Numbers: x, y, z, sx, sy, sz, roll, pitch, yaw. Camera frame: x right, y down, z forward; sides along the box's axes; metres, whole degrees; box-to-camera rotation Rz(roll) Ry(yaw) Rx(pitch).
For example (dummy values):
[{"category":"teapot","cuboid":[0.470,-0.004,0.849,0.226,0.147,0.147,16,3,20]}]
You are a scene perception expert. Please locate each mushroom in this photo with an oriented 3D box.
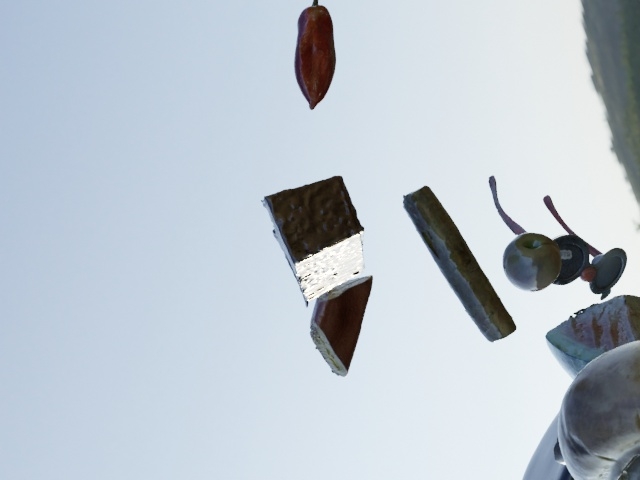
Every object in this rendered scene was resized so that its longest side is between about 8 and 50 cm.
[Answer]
[{"category":"mushroom","cuboid":[0.353,0.202,1.011,0.255,0.255,0.184,41,-139,-51]}]

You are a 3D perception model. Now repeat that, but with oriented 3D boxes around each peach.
[{"category":"peach","cuboid":[0.290,0.031,1.393,0.083,0.083,0.083,50,-151,-41]}]

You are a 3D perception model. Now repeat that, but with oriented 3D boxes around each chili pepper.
[{"category":"chili pepper","cuboid":[-0.007,-0.268,1.408,0.050,0.059,0.191,138,136,-69]}]

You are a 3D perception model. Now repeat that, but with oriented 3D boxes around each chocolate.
[{"category":"chocolate","cuboid":[0.000,0.000,1.398,0.321,0.112,0.111,80,166,-77]}]

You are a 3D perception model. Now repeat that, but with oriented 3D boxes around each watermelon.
[{"category":"watermelon","cuboid":[0.673,0.231,2.246,0.228,0.387,0.258,45,-109,-22]}]

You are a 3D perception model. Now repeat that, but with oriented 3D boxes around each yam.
[{"category":"yam","cuboid":[0.245,0.044,1.796,0.317,0.071,0.067,57,-150,-6]}]

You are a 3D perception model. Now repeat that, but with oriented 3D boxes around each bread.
[{"category":"bread","cuboid":[0.028,0.137,1.802,0.119,0.067,0.192,25,-101,-42]}]

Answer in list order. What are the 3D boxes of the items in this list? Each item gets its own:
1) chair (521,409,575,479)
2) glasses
[{"category":"chair","cuboid":[0.593,0.491,1.835,0.361,0.410,0.364,-62,-3,-24]},{"category":"glasses","cuboid":[0.444,-0.003,1.977,0.234,0.118,0.268,12,-157,-34]}]
